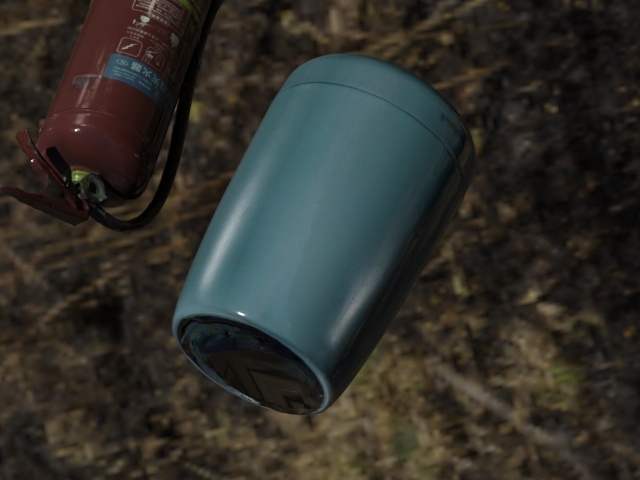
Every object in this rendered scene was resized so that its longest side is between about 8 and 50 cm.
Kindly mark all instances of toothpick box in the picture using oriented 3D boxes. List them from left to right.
[{"bbox_3d":[0.000,0.000,0.944,0.120,0.184,0.120,21,150,12],"label":"toothpick box"}]

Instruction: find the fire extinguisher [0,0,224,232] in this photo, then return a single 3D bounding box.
[{"bbox_3d":[-0.061,-0.051,0.540,0.039,0.056,0.132,-20,42,36],"label":"fire extinguisher"}]
